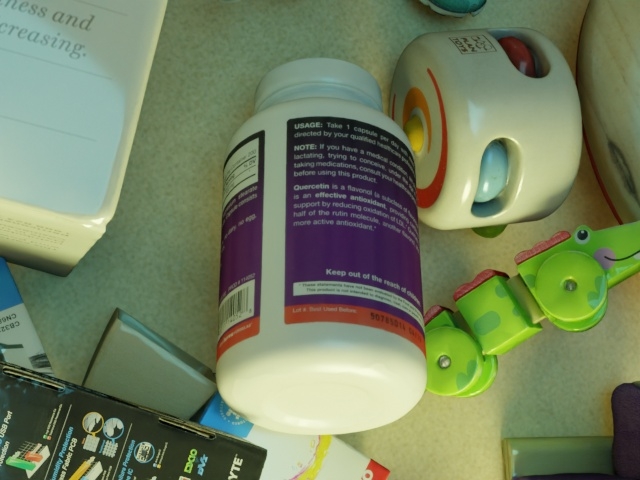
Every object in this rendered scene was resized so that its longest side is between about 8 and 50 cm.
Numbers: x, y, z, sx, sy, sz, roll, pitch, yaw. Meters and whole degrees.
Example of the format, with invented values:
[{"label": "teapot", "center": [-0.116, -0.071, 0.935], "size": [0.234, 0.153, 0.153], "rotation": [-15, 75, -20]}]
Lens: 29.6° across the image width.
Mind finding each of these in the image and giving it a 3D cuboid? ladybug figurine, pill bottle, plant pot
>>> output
[{"label": "ladybug figurine", "center": [0.409, -0.111, 1.266], "size": [0.305, 0.162, 0.449], "rotation": [-21, 89, -17]}, {"label": "pill bottle", "center": [0.000, 0.000, 1.097], "size": [0.181, 0.181, 0.323], "rotation": [9, 59, -15]}, {"label": "plant pot", "center": [-0.167, 0.134, 1.103], "size": [0.109, 0.109, 0.096], "rotation": [35, 87, -9]}]

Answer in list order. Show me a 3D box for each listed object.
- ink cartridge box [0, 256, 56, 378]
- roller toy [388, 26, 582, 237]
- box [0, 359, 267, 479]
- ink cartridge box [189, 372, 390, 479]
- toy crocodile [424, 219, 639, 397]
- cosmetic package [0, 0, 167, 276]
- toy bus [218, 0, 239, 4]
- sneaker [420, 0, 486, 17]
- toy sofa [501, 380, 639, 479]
[{"label": "ink cartridge box", "center": [-0.307, 0.138, 1.055], "size": [0.148, 0.086, 0.203], "rotation": [-23, 84, -23]}, {"label": "roller toy", "center": [0.149, -0.111, 1.175], "size": [0.146, 0.191, 0.209], "rotation": [-6, 84, -17]}, {"label": "box", "center": [-0.223, 0.264, 0.981], "size": [0.293, 0.073, 0.295], "rotation": [21, 81, -20]}, {"label": "ink cartridge box", "center": [-0.031, 0.238, 1.136], "size": [0.231, 0.078, 0.134], "rotation": [32, 75, -10]}, {"label": "toy crocodile", "center": [0.179, 0.066, 1.164], "size": [0.340, 0.115, 0.105], "rotation": [-32, 74, 12]}, {"label": "cosmetic package", "center": [-0.301, -0.211, 0.989], "size": [0.329, 0.327, 0.394], "rotation": [14, 78, -14]}, {"label": "toy bus", "center": [-0.010, -0.313, 1.204], "size": [0.202, 0.104, 0.191], "rotation": [-24, 57, 12]}, {"label": "sneaker", "center": [0.126, -0.367, 1.246], "size": [0.107, 0.110, 0.275], "rotation": [-6, 85, -17]}, {"label": "toy sofa", "center": [0.301, 0.227, 1.087], "size": [0.150, 0.362, 0.177], "rotation": [0, 89, -16]}]
